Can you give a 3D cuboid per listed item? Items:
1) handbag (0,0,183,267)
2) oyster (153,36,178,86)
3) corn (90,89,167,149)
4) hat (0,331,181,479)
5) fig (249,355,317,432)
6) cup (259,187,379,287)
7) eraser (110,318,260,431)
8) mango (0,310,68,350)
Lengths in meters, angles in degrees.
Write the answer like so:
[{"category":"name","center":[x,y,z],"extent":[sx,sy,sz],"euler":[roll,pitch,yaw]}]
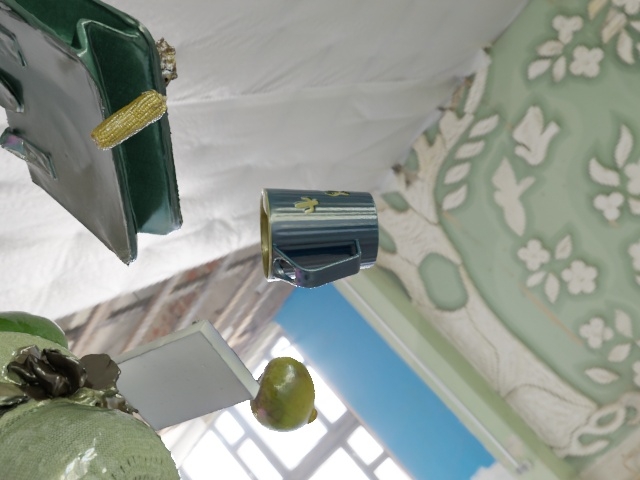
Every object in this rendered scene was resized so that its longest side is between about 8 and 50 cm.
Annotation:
[{"category":"handbag","center":[-0.275,-0.135,0.853],"extent":[0.089,0.238,0.327],"euler":[-45,-25,-30]},{"category":"oyster","center":[-0.245,-0.242,0.988],"extent":[0.132,0.086,0.029],"euler":[9,-5,-30]},{"category":"corn","center":[-0.174,-0.113,0.705],"extent":[0.083,0.028,0.027],"euler":[-39,-16,-24]},{"category":"hat","center":[-0.164,0.182,0.499],"extent":[0.130,0.258,0.257],"euler":[-9,3,29]},{"category":"fig","center":[-0.069,0.282,1.404],"extent":[0.136,0.120,0.153],"euler":[-63,-25,-16]},{"category":"cup","center":[0.000,0.000,1.067],"extent":[0.155,0.177,0.131],"euler":[-4,-53,-11]},{"category":"eraser","center":[-0.155,0.149,0.836],"extent":[0.150,0.104,0.023],"euler":[-23,25,26]},{"category":"mango","center":[-0.379,0.145,0.813],"extent":[0.114,0.157,0.251],"euler":[-18,-9,27]}]
